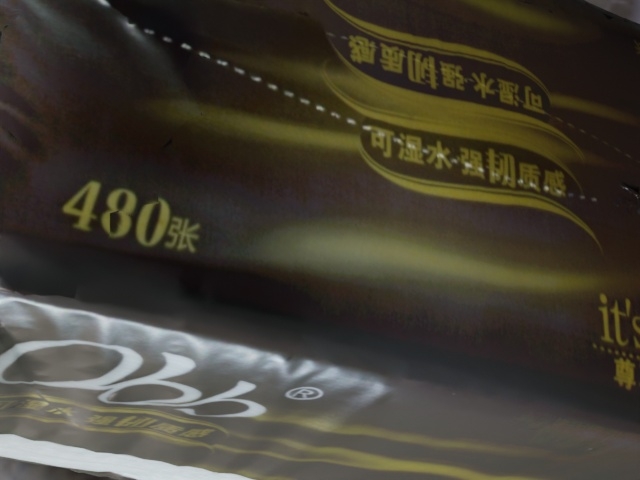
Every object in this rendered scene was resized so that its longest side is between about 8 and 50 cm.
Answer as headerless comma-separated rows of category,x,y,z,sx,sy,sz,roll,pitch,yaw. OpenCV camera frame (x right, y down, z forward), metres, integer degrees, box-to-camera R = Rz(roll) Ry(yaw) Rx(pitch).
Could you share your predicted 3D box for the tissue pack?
tissue pack,0.000,0.000,0.564,0.198,0.370,0.210,-37,48,44
